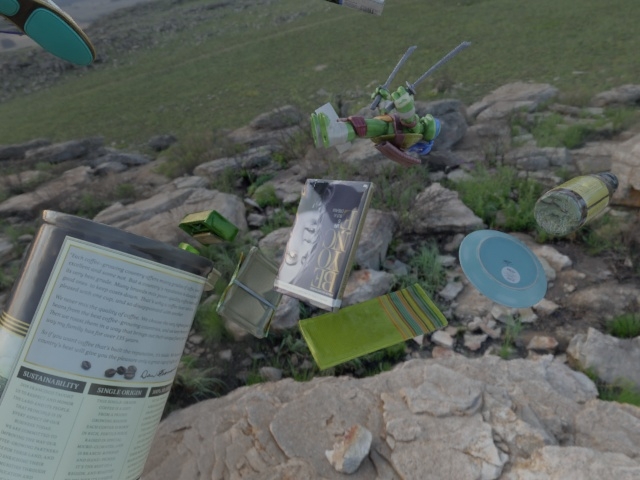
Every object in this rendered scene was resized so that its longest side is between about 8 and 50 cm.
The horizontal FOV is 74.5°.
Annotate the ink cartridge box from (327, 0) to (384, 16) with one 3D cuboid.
[{"bbox_3d":[0.091,-0.621,0.804,0.165,0.332,0.065,19,3,2],"label":"ink cartridge box"}]

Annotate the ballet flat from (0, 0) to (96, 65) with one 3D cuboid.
[{"bbox_3d":[-0.466,-0.375,0.668,0.080,0.232,0.073,-23,63,23],"label":"ballet flat"}]

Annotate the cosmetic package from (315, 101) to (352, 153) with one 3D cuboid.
[{"bbox_3d":[0.052,-0.388,1.475,0.060,0.099,0.239,-32,-9,8],"label":"cosmetic package"}]

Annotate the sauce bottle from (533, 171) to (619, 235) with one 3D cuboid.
[{"bbox_3d":[0.657,-0.105,1.055,0.344,0.111,0.111,-19,33,-38],"label":"sauce bottle"}]

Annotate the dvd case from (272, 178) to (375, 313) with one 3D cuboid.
[{"bbox_3d":[0.000,0.000,0.736,0.164,0.018,0.221,12,84,47],"label":"dvd case"}]

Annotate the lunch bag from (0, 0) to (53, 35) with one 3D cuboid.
[{"bbox_3d":[-0.693,-0.479,0.816,0.243,0.115,0.303,5,14,42],"label":"lunch bag"}]

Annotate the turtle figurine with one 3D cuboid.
[{"bbox_3d":[0.117,-0.284,0.862,0.266,0.274,0.197,-13,48,-10],"label":"turtle figurine"}]

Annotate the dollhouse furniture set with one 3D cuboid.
[{"bbox_3d":[-0.244,0.091,1.072,0.151,0.301,0.197,-7,49,48],"label":"dollhouse furniture set"}]

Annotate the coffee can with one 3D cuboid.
[{"bbox_3d":[-0.265,0.127,0.494,0.202,0.201,0.275,11,78,26],"label":"coffee can"}]

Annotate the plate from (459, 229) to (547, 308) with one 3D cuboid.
[{"bbox_3d":[0.373,0.048,0.849,0.188,0.024,0.188,7,53,-9],"label":"plate"}]

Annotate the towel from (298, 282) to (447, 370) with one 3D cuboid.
[{"bbox_3d":[0.089,0.139,0.709,0.237,0.021,0.102,-14,39,-19],"label":"towel"}]
